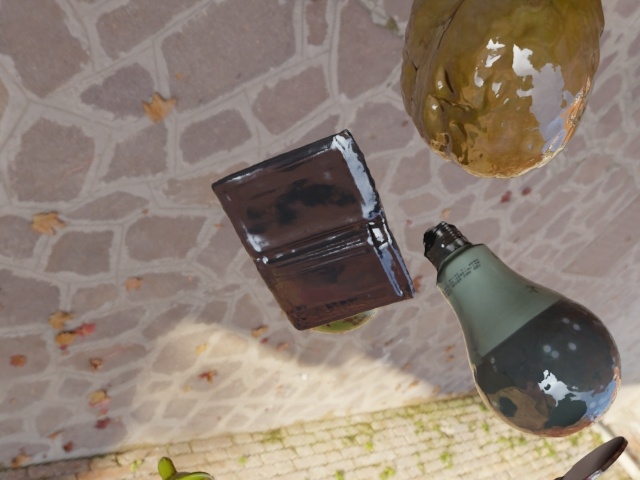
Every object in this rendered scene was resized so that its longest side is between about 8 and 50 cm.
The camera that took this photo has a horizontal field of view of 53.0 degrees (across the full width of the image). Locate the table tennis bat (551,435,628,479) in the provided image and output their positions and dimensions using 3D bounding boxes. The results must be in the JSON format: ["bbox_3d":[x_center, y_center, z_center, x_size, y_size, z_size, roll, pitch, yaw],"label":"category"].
[{"bbox_3d":[0.288,0.270,0.731,0.095,0.014,0.158,-24,156,-45],"label":"table tennis bat"}]

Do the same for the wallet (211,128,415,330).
[{"bbox_3d":[0.000,0.000,1.052,0.247,0.041,0.323,-19,118,17],"label":"wallet"}]

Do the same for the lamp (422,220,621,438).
[{"bbox_3d":[0.250,0.101,0.824,0.182,0.314,0.182,-32,177,-2],"label":"lamp"}]

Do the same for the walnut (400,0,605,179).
[{"bbox_3d":[0.309,-0.299,1.127,0.308,0.354,0.398,-11,140,-12],"label":"walnut"}]

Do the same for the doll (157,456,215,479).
[{"bbox_3d":[-0.129,0.359,0.769,0.099,0.241,0.135,-48,147,-5],"label":"doll"}]

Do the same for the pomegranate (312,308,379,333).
[{"bbox_3d":[0.039,0.071,1.380,0.270,0.254,0.254,-34,156,-49],"label":"pomegranate"}]
